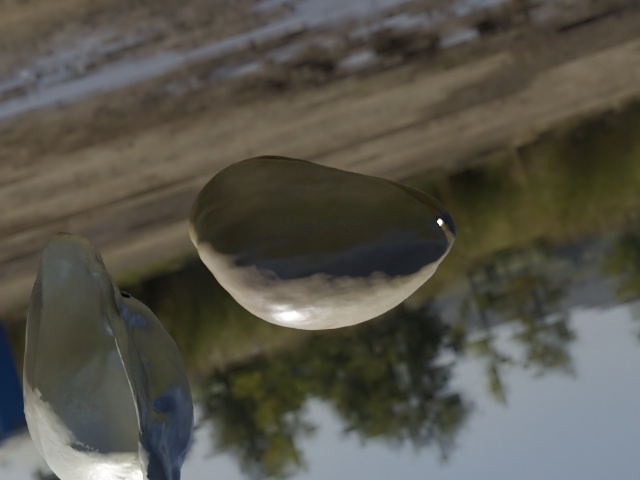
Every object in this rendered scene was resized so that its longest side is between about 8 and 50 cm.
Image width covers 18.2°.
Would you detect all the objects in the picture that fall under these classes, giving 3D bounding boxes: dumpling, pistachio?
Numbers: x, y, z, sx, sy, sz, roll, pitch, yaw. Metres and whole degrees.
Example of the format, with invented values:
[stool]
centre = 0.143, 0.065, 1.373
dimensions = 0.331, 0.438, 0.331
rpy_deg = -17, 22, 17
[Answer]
[dumpling]
centre = -0.208, 0.174, 2.088
dimensions = 0.181, 0.341, 0.260
rpy_deg = 3, -156, -32
[pistachio]
centre = 0.000, 0.000, 1.374
dimensions = 0.185, 0.124, 0.124
rpy_deg = -6, 180, 11
